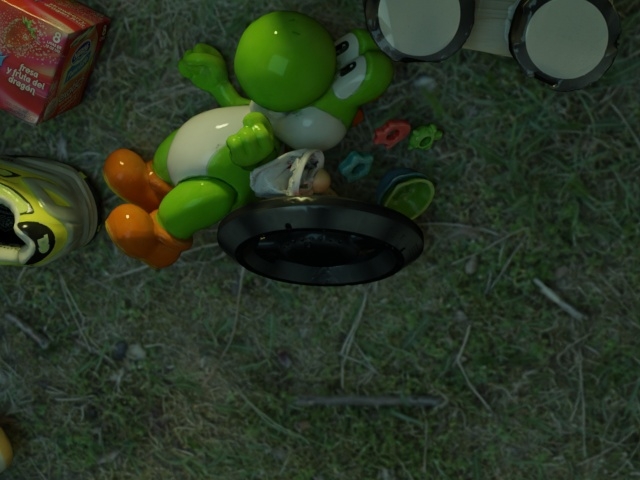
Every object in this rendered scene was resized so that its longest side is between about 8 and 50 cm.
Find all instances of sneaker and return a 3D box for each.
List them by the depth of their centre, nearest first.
[{"bbox_3d":[-0.461,-0.055,1.852,0.385,0.147,0.145,7,109,15],"label":"sneaker"}]

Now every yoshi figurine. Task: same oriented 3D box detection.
[{"bbox_3d":[-0.098,-0.135,1.707,0.362,0.203,0.203,-34,88,18],"label":"yoshi figurine"}]

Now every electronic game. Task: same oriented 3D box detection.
[{"bbox_3d":[0.000,0.000,1.715,0.229,0.229,0.048,-3,68,16],"label":"electronic game"}]

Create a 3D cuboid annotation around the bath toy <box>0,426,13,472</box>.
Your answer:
[{"bbox_3d":[-0.494,0.211,1.948,0.151,0.129,0.348,-23,98,20],"label":"bath toy"}]

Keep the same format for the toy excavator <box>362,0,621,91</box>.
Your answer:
[{"bbox_3d":[0.265,-0.379,1.520,0.433,0.222,0.445,9,105,-1],"label":"toy excavator"}]

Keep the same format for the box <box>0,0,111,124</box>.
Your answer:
[{"bbox_3d":[-0.392,-0.250,1.786,0.257,0.128,0.122,27,111,7],"label":"box"}]

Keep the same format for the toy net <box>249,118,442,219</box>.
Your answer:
[{"bbox_3d":[0.034,-0.073,1.684,0.045,0.232,0.122,57,134,34],"label":"toy net"}]
